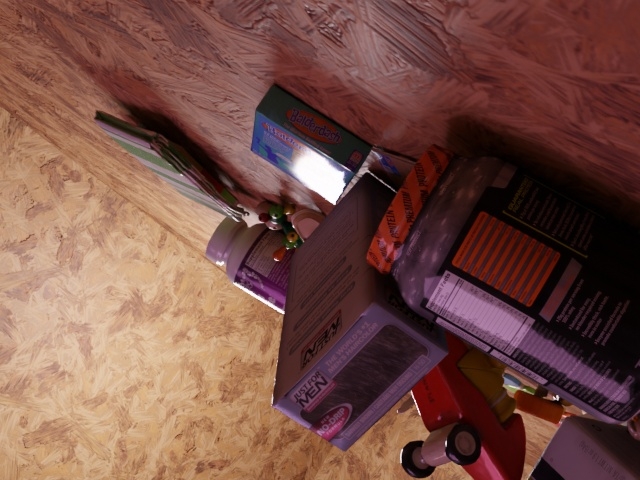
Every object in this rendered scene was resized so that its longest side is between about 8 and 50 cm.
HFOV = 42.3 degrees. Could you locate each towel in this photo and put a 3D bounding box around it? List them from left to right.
[{"bbox_3d":[-0.319,-0.157,1.773,0.248,0.038,0.325,23,167,42],"label":"towel"}]

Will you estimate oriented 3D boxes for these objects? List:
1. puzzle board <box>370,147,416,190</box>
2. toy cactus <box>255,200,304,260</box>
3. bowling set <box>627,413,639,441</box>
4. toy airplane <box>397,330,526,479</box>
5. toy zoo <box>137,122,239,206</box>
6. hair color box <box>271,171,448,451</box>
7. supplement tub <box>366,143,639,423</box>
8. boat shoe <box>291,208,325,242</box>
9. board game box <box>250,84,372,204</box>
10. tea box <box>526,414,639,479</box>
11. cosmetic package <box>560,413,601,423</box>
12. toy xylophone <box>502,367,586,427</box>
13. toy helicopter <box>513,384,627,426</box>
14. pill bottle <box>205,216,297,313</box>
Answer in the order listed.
[{"bbox_3d":[0.129,-0.078,1.108,0.096,0.011,0.128,25,167,36],"label":"puzzle board"},{"bbox_3d":[-0.072,-0.019,1.725,0.180,0.112,0.219,36,-178,39],"label":"toy cactus"},{"bbox_3d":[0.518,0.273,1.197,0.287,0.154,0.200,38,167,-24],"label":"bowling set"},{"bbox_3d":[0.211,0.162,1.341,0.273,0.384,0.386,-13,-152,-34],"label":"toy airplane"},{"bbox_3d":[-0.329,-0.174,1.888,0.192,0.030,0.293,24,166,36],"label":"toy zoo"},{"bbox_3d":[0.048,0.073,1.084,0.114,0.185,0.374,36,-157,-14],"label":"hair color box"},{"bbox_3d":[0.221,0.037,0.881,0.316,0.193,0.193,31,169,10],"label":"supplement tub"},{"bbox_3d":[0.000,0.000,1.608,0.170,0.063,0.059,46,-161,-48],"label":"boat shoe"},{"bbox_3d":[-0.020,-0.131,1.189,0.160,0.047,0.210,33,169,-1],"label":"board game box"},{"bbox_3d":[0.458,0.492,1.222,0.220,0.323,0.329,17,-165,-34],"label":"tea box"},{"bbox_3d":[0.529,0.444,1.548,0.099,0.239,0.060,-16,144,16],"label":"cosmetic package"},{"bbox_3d":[0.472,0.329,1.759,0.323,0.081,0.236,33,169,-1],"label":"toy xylophone"},{"bbox_3d":[0.482,0.269,1.454,0.235,0.140,0.355,18,175,21],"label":"toy helicopter"},{"bbox_3d":[-0.118,0.063,1.986,0.302,0.169,0.169,30,169,9],"label":"pill bottle"}]
